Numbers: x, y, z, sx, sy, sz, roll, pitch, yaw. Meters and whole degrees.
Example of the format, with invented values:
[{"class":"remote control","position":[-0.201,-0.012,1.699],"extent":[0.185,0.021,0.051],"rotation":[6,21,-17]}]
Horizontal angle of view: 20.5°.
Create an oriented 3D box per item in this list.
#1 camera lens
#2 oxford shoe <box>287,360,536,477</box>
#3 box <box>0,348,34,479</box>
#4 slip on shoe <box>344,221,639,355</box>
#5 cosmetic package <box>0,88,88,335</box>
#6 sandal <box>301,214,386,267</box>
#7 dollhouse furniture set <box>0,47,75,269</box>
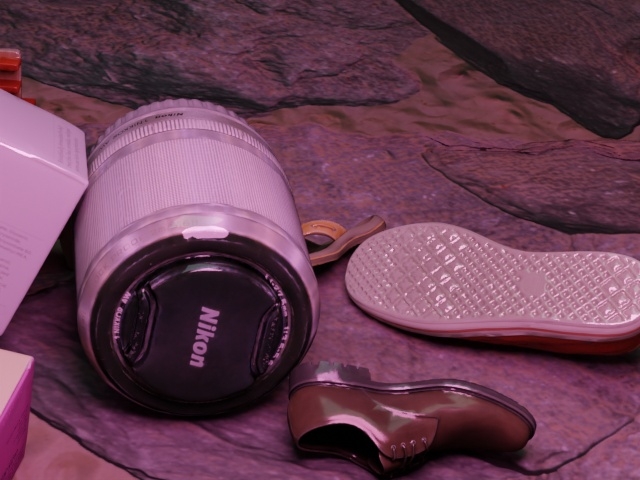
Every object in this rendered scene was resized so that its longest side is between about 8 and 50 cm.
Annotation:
[{"class":"camera lens","position":[-0.123,0.014,1.674],"extent":[0.219,0.219,0.274],"rotation":[-1,32,-9]},{"class":"oxford shoe","position":[0.081,0.176,1.595],"extent":[0.227,0.083,0.096],"rotation":[5,50,0]},{"class":"box","position":[-0.387,0.172,1.458],"extent":[0.243,0.117,0.213],"rotation":[13,32,2]},{"class":"slip on shoe","position":[0.180,0.058,1.777],"extent":[0.331,0.101,0.123],"rotation":[6,64,23]},{"class":"cosmetic package","position":[-0.330,-0.039,1.693],"extent":[0.151,0.183,0.151],"rotation":[27,16,-19]},{"class":"sandal","position":[0.000,0.000,1.854],"extent":[0.072,0.049,0.180],"rotation":[-25,2,43]},{"class":"dollhouse furniture set","position":[-0.378,-0.092,1.891],"extent":[0.262,0.135,0.259],"rotation":[4,31,-1]}]
